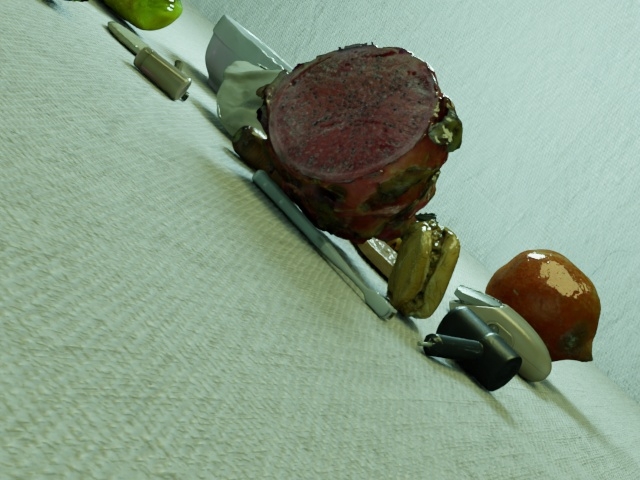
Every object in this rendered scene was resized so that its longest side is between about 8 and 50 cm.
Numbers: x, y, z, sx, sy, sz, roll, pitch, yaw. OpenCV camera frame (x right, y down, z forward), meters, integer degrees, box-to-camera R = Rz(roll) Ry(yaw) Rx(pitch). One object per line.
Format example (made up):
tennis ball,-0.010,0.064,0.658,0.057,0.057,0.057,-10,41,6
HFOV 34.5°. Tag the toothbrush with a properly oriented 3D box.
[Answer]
toothbrush,-0.001,-0.001,1.484,0.342,0.025,0.030,46,9,34

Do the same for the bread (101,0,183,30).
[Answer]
bread,-0.447,-0.566,2.157,0.383,0.112,0.166,44,12,25

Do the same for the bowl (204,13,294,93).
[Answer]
bowl,-0.147,-0.359,2.299,0.287,0.144,0.287,39,8,-6

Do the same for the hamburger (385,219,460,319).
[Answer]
hamburger,0.152,0.042,1.537,0.083,0.147,0.138,20,5,-9

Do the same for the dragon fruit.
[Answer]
dragon fruit,0.076,-0.132,1.610,0.314,0.296,0.263,58,-3,39

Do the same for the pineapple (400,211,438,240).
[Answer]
pineapple,0.078,-0.112,2.052,0.361,0.175,0.175,55,10,7

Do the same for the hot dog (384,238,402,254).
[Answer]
hot dog,0.108,-0.006,1.951,0.122,0.049,0.037,33,47,-15

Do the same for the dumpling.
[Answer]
dumpling,-0.057,-0.211,1.865,0.260,0.181,0.341,-16,76,-52

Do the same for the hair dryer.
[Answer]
hair dryer,0.191,0.149,1.469,0.124,0.071,0.219,43,17,31

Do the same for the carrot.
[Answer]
carrot,-0.081,-0.124,1.710,0.161,0.055,0.055,45,6,-22

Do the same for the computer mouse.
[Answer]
computer mouse,0.344,0.169,1.946,0.236,0.082,0.145,43,9,10

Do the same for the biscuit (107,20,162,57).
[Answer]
biscuit,-0.328,-0.352,1.889,0.152,0.020,0.152,39,9,-7

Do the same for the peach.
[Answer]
peach,0.461,0.151,2.105,0.257,0.232,0.232,59,14,19

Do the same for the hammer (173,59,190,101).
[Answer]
hammer,-0.260,-0.296,1.841,0.062,0.017,0.182,35,17,-19

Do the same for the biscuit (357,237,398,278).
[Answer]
biscuit,0.115,0.036,1.799,0.142,0.029,0.221,35,9,-26

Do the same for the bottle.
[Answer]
bottle,-0.262,-0.278,1.709,0.096,0.045,0.045,39,8,0
